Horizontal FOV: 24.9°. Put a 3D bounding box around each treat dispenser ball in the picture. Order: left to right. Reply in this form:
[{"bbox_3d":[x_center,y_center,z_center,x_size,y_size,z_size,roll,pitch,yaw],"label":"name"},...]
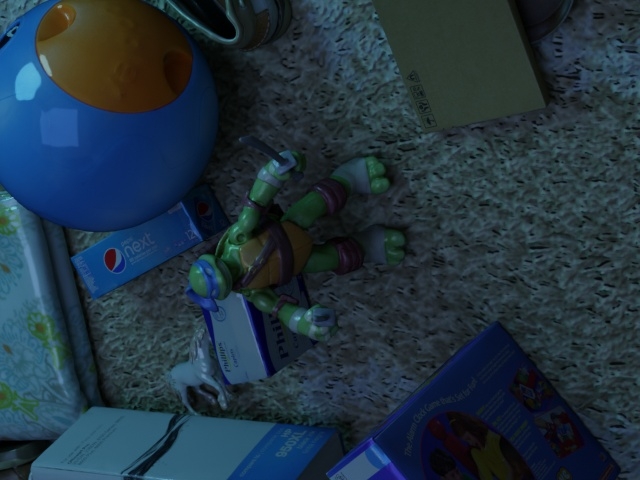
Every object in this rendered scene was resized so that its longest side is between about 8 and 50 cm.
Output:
[{"bbox_3d":[-0.266,-0.153,1.736,0.288,0.288,0.288,9,111,25],"label":"treat dispenser ball"}]

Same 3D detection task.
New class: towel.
[{"bbox_3d":[-0.484,0.110,2.065,0.320,0.090,0.374,-4,105,30],"label":"towel"}]

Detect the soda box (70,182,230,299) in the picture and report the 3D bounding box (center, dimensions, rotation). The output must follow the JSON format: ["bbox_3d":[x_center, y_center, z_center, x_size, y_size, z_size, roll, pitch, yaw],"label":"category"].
[{"bbox_3d":[-0.224,0.002,1.896,0.210,0.071,0.067,-26,93,33],"label":"soda box"}]

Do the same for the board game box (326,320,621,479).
[{"bbox_3d":[0.181,0.255,1.602,0.233,0.347,0.078,51,123,5],"label":"board game box"}]

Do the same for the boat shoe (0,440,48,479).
[{"bbox_3d":[-0.525,0.370,2.162,0.307,0.111,0.104,-14,99,31],"label":"boat shoe"}]

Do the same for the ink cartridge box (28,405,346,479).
[{"bbox_3d":[-0.154,0.389,1.917,0.395,0.166,0.285,2,117,28],"label":"ink cartridge box"}]

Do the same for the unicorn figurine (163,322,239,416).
[{"bbox_3d":[-0.155,0.174,1.925,0.162,0.060,0.111,-30,96,30],"label":"unicorn figurine"}]

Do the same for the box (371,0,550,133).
[{"bbox_3d":[0.152,-0.225,1.617,0.164,0.021,0.201,-10,112,36],"label":"box"}]

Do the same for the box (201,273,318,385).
[{"bbox_3d":[-0.075,0.096,1.808,0.072,0.137,0.126,-10,102,32],"label":"box"}]

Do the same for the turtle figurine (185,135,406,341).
[{"bbox_3d":[0.000,0.000,1.641,0.198,0.266,0.274,53,138,14],"label":"turtle figurine"}]

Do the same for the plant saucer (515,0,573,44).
[{"bbox_3d":[0.202,-0.293,1.573,0.168,0.029,0.168,18,128,25],"label":"plant saucer"}]

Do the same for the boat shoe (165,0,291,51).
[{"bbox_3d":[-0.165,-0.349,1.723,0.302,0.103,0.113,44,122,8],"label":"boat shoe"}]
